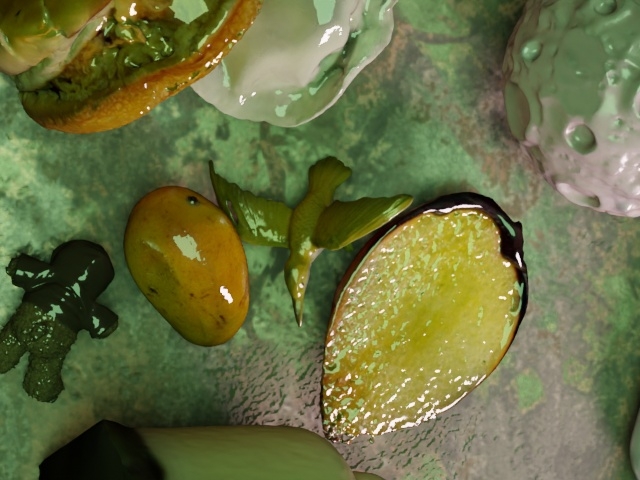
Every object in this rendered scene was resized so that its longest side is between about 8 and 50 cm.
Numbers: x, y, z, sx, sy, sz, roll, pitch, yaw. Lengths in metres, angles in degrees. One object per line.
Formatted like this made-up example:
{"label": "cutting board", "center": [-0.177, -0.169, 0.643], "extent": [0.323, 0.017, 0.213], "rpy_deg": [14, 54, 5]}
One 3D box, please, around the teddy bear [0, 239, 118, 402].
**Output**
{"label": "teddy bear", "center": [-0.254, 0.072, 1.760], "extent": [0.119, 0.078, 0.160], "rpy_deg": [31, 93, -7]}

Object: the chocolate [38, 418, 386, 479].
{"label": "chocolate", "center": [-0.080, 0.323, 1.718], "extent": [0.297, 0.326, 0.314], "rpy_deg": [1, 70, -29]}

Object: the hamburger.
{"label": "hamburger", "center": [-0.167, -0.239, 1.626], "extent": [0.290, 0.314, 0.170], "rpy_deg": [-33, 114, 11]}

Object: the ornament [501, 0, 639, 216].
{"label": "ornament", "center": [0.293, -0.153, 1.713], "extent": [0.259, 0.259, 0.225], "rpy_deg": [-8, 141, -7]}

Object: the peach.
{"label": "peach", "center": [0.089, 0.077, 1.815], "extent": [0.189, 0.068, 0.279], "rpy_deg": [42, 88, -19]}

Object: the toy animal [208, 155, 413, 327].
{"label": "toy animal", "center": [0.000, 0.000, 1.771], "extent": [0.219, 0.095, 0.155], "rpy_deg": [2, 100, 30]}

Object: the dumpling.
{"label": "dumpling", "center": [-0.016, -0.213, 1.728], "extent": [0.250, 0.132, 0.162], "rpy_deg": [-44, 97, 0]}

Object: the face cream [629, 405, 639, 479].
{"label": "face cream", "center": [0.383, 0.195, 1.868], "extent": [0.144, 0.071, 0.291], "rpy_deg": [13, 95, -8]}

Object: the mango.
{"label": "mango", "center": [-0.121, 0.026, 1.761], "extent": [0.115, 0.089, 0.165], "rpy_deg": [-22, 105, 36]}
